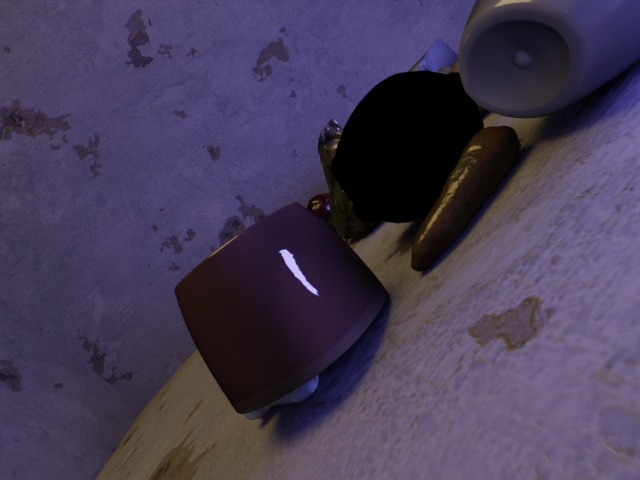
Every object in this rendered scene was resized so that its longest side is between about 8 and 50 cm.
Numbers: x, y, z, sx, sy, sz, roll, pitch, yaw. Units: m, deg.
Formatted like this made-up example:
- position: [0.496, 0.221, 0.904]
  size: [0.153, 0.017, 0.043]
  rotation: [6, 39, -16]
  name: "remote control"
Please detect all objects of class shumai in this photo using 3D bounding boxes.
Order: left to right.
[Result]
- position: [0.073, -0.173, 1.241]
  size: [0.217, 0.283, 0.346]
  rotation: [-50, 7, -23]
  name: "shumai"

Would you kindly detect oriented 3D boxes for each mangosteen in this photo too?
- position: [0.023, -0.088, 1.679]
  size: [0.166, 0.165, 0.180]
  rotation: [-66, -8, -69]
  name: "mangosteen"

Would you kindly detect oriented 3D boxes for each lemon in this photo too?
- position: [0.157, -0.163, 0.827]
  size: [0.320, 0.245, 0.245]
  rotation: [-55, 3, 24]
  name: "lemon"

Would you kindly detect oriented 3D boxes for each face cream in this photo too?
- position: [0.367, -0.346, 0.609]
  size: [0.357, 0.219, 0.312]
  rotation: [-46, 4, -12]
  name: "face cream"

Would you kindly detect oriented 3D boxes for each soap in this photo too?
- position: [0.375, -0.551, 1.787]
  size: [0.435, 0.213, 0.350]
  rotation: [-39, 11, 51]
  name: "soap"

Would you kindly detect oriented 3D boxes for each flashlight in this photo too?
- position: [-0.065, 0.249, 0.741]
  size: [0.200, 0.047, 0.093]
  rotation: [-37, 9, 48]
  name: "flashlight"

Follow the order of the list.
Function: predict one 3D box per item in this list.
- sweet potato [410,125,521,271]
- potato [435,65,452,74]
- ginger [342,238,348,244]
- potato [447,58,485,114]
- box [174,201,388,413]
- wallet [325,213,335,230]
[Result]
- position: [0.217, -0.070, 0.671]
  size: [0.274, 0.075, 0.075]
  rotation: [-54, 8, -12]
  name: "sweet potato"
- position: [0.337, -0.398, 1.358]
  size: [0.165, 0.164, 0.262]
  rotation: [-54, -3, -42]
  name: "potato"
- position: [0.040, 0.033, 1.308]
  size: [0.070, 0.051, 0.173]
  rotation: [-55, 13, -11]
  name: "ginger"
- position: [0.393, -0.399, 1.109]
  size: [0.296, 0.141, 0.192]
  rotation: [-37, 30, 56]
  name: "potato"
- position: [-0.071, 0.092, 0.708]
  size: [0.300, 0.216, 0.301]
  rotation: [-38, 2, 1]
  name: "box"
- position: [-0.001, 0.000, 1.543]
  size: [0.317, 0.044, 0.169]
  rotation: [-57, 5, 25]
  name: "wallet"
